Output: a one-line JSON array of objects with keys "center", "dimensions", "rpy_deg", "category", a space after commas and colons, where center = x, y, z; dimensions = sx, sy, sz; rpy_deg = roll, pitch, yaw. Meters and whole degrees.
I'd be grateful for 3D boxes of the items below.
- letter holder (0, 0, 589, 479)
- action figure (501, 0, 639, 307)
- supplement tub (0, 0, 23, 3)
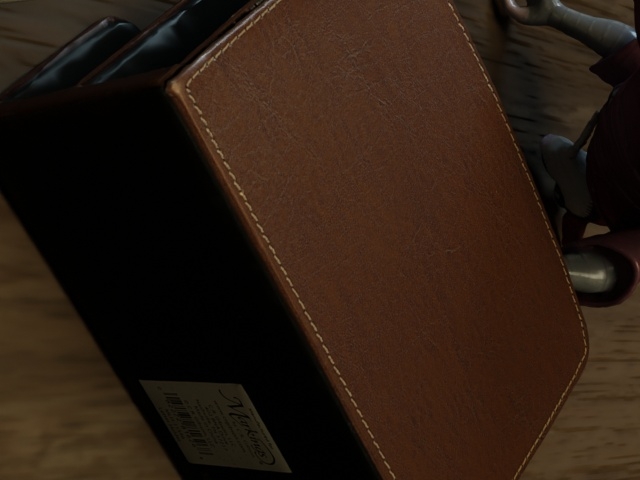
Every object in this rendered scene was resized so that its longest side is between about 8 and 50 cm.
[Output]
[{"center": [0.000, 0.000, 0.723], "dimensions": [0.214, 0.152, 0.302], "rpy_deg": [-48, 121, -39], "category": "letter holder"}, {"center": [0.239, -0.078, 0.859], "dimensions": [0.370, 0.276, 0.248], "rpy_deg": [97, 5, -73], "category": "action figure"}, {"center": [-0.135, -0.263, 0.498], "dimensions": [0.193, 0.194, 0.316], "rpy_deg": [-31, 132, -43], "category": "supplement tub"}]
